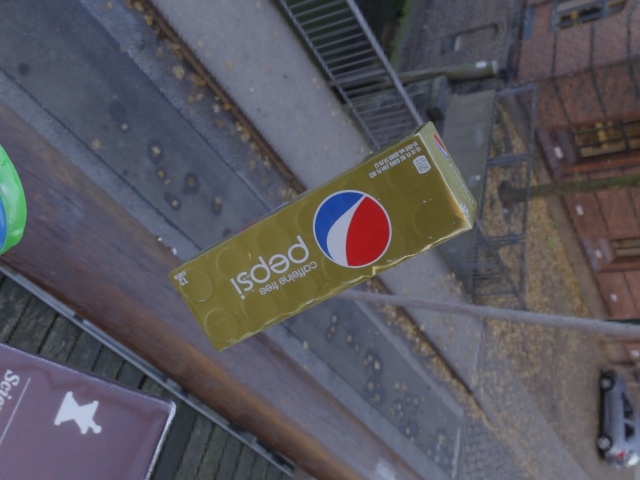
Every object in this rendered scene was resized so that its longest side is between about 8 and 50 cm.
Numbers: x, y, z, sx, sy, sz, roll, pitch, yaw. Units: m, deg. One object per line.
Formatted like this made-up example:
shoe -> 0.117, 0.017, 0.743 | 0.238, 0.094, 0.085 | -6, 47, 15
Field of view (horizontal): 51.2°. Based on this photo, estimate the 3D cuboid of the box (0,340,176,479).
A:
box -> -0.239, 0.175, 0.461 | 0.143, 0.381, 0.191 | 27, 68, -22

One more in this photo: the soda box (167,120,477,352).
soda box -> 0.000, 0.000, 0.410 | 0.061, 0.181, 0.058 | 59, 22, -7

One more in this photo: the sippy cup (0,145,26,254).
sippy cup -> -0.497, -0.025, 0.741 | 0.305, 0.240, 0.224 | 58, 36, -19
